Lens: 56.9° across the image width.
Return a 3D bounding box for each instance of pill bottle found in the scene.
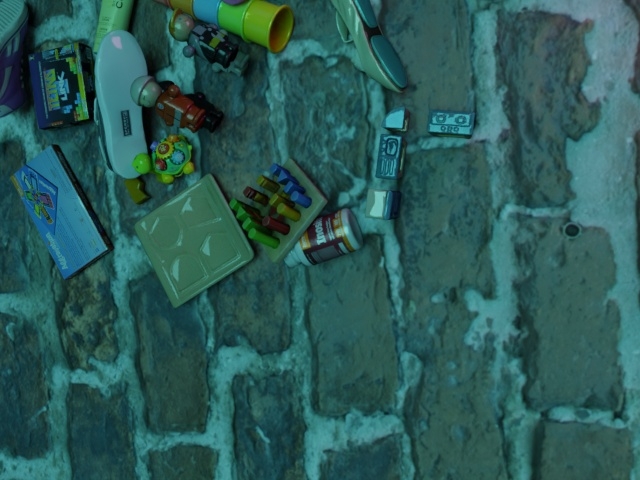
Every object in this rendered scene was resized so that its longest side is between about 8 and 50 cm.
[{"bbox_3d":[0.000,0.000,1.159,0.151,0.086,0.086,-20,88,17],"label":"pill bottle"}]

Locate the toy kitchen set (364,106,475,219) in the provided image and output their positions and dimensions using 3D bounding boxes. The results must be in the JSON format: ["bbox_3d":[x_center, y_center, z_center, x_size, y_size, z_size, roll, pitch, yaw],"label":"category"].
[{"bbox_3d":[0.184,-0.135,1.074,0.165,0.122,0.207,8,97,16],"label":"toy kitchen set"}]

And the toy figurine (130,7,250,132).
[{"bbox_3d":[-0.251,-0.323,1.147,0.148,0.213,0.210,29,103,-1],"label":"toy figurine"}]

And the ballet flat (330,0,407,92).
[{"bbox_3d":[0.084,-0.379,1.118,0.086,0.086,0.249,-24,86,17],"label":"ballet flat"}]

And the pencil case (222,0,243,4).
[{"bbox_3d":[-0.192,-0.530,1.052,0.098,0.209,0.095,-38,59,5],"label":"pencil case"}]

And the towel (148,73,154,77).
[{"bbox_3d":[-0.426,-0.346,1.295,0.119,0.029,0.067,17,100,15],"label":"towel"}]

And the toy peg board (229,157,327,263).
[{"bbox_3d":[-0.093,-0.070,1.147,0.161,0.079,0.161,-51,45,14],"label":"toy peg board"}]

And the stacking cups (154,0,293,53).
[{"bbox_3d":[-0.208,-0.473,1.198,0.316,0.096,0.096,26,101,19],"label":"stacking cups"}]

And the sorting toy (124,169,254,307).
[{"bbox_3d":[-0.295,-0.039,1.277,0.229,0.041,0.307,-33,78,14],"label":"sorting toy"}]

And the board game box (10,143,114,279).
[{"bbox_3d":[-0.602,-0.065,1.371,0.145,0.027,0.281,-31,85,15],"label":"board game box"}]

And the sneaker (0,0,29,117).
[{"bbox_3d":[-0.720,-0.407,1.346,0.102,0.161,0.282,5,63,11],"label":"sneaker"}]

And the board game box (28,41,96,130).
[{"bbox_3d":[-0.578,-0.345,1.333,0.140,0.048,0.171,-7,92,16],"label":"board game box"}]

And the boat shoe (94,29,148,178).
[{"bbox_3d":[-0.429,-0.285,1.247,0.102,0.108,0.302,20,119,43],"label":"boat shoe"}]

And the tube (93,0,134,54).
[{"bbox_3d":[-0.439,-0.515,1.274,0.070,0.062,0.240,12,93,-25],"label":"tube"}]

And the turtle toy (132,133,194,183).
[{"bbox_3d":[-0.330,-0.174,1.239,0.130,0.066,0.095,-23,69,6],"label":"turtle toy"}]
